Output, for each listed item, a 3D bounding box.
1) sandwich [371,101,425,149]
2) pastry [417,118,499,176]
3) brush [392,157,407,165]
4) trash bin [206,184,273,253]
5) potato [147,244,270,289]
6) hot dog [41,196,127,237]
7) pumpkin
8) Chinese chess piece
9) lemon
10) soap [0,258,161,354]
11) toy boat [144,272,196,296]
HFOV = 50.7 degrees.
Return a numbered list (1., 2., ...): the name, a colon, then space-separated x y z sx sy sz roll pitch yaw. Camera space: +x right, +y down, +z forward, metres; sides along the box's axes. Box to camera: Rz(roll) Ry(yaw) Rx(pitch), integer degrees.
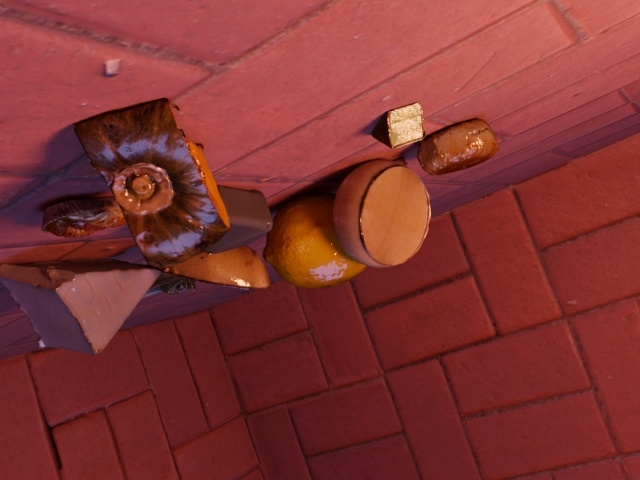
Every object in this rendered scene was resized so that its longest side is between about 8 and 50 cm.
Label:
1. sandwich: 0.142 -0.231 1.297 0.074 0.074 0.116 -19 -154 -12
2. pastry: 0.323 -0.213 1.592 0.182 0.093 0.192 -20 174 21
3. brush: 0.192 -0.155 1.834 0.070 0.065 0.327 -17 172 -4
4. trash bin: -0.213 -0.042 1.425 0.177 0.101 0.236 -20 171 19
5. potato: -0.256 0.032 1.626 0.299 0.115 0.239 14 -177 -3
6. hot dog: -0.383 -0.039 1.139 0.099 0.053 0.192 -27 173 28
7. pumpkin: -0.231 -0.101 0.960 0.139 0.190 0.280 -19 130 -4
8. Chinese chess piece: 0.146 -0.063 1.607 0.257 0.257 0.104 -14 -164 -38
9. lemon: -0.002 0.001 1.730 0.284 0.260 0.260 -2 174 4
10. soap: -0.505 0.070 1.470 0.159 0.257 0.302 9 -133 22
11. toy boat: -0.454 0.127 2.107 0.320 0.092 0.141 -20 172 9
